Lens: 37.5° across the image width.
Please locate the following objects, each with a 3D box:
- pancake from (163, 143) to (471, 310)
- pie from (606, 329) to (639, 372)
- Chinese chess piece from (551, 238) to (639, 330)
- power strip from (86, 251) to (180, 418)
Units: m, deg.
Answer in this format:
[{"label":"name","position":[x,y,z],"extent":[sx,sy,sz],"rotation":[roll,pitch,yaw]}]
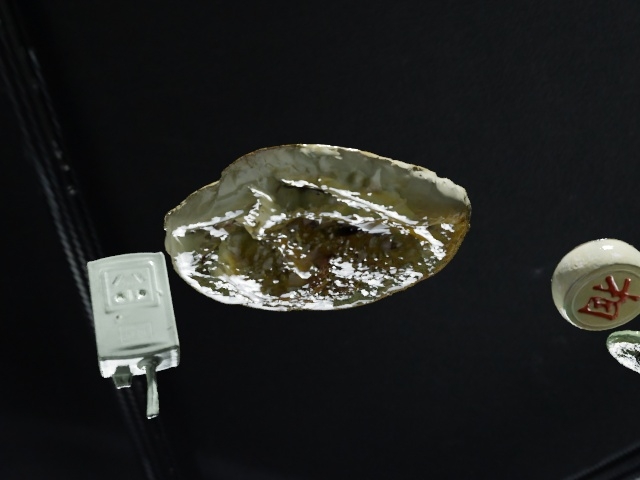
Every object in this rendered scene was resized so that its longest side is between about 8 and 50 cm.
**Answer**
[{"label":"pancake","position":[0.000,0.001,1.154],"extent":[0.387,0.082,0.387],"rotation":[-6,-28,-3]},{"label":"pie","position":[0.364,0.130,1.067],"extent":[0.084,0.021,0.084],"rotation":[26,-27,15]},{"label":"Chinese chess piece","position":[0.347,0.056,1.161],"extent":[0.122,0.051,0.122],"rotation":[-3,-51,-3]},{"label":"power strip","position":[-0.168,0.085,0.863],"extent":[0.075,0.175,0.042],"rotation":[-8,-34,-14]}]
